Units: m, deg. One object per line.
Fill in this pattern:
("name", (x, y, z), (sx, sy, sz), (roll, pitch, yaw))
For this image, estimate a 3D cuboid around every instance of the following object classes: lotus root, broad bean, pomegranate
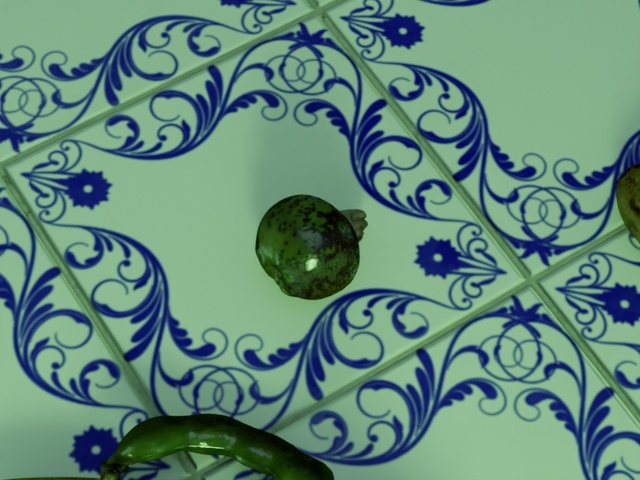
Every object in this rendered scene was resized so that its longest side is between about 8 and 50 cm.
("lotus root", (0.471, 0.001, 1.964), (0.110, 0.097, 0.258), (-27, 70, -21))
("broad bean", (-0.109, 0.257, 1.780), (0.291, 0.049, 0.144), (7, 35, -6))
("pomegranate", (-0.006, 0.010, 1.922), (0.138, 0.163, 0.126), (33, 102, 30))

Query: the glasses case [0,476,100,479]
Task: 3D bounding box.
("glasses case", (-0.263, 0.311, 1.749), (0.234, 0.064, 0.079), (4, 46, -3))
